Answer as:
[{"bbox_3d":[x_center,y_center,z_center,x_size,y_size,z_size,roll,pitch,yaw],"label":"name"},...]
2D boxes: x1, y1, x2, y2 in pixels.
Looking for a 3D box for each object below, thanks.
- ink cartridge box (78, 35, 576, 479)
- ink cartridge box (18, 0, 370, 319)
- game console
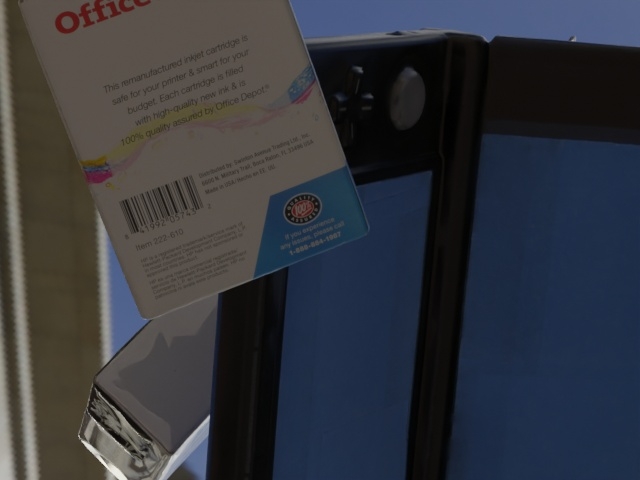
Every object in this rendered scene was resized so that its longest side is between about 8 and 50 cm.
[{"bbox_3d":[0.000,0.000,0.985,0.065,0.332,0.165,44,-20,5],"label":"ink cartridge box"},{"bbox_3d":[-0.046,-0.047,0.620,0.088,0.052,0.122,-21,-74,-5],"label":"ink cartridge box"},{"bbox_3d":[0.086,0.058,0.790,0.173,0.250,0.293,11,-76,30],"label":"game console"}]
